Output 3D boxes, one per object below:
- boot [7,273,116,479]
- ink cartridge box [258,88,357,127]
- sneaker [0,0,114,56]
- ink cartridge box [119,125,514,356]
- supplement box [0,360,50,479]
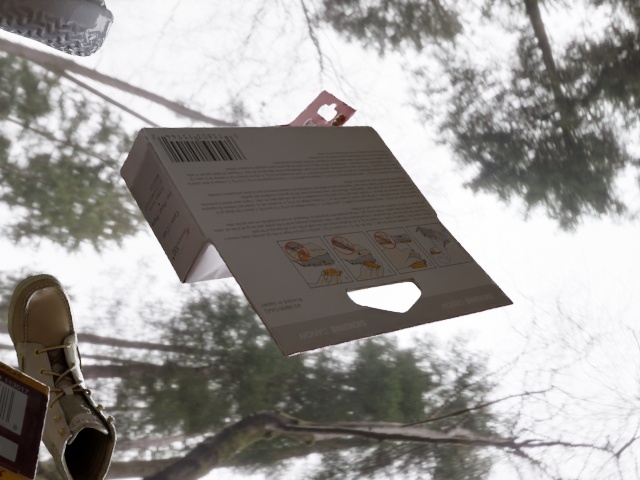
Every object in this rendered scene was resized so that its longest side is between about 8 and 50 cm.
[{"bbox_3d":[-0.284,0.158,1.065,0.165,0.077,0.213,35,-52,51],"label":"boot"},{"bbox_3d":[-0.067,-0.132,1.343,0.224,0.181,0.056,-47,-66,3],"label":"ink cartridge box"},{"bbox_3d":[-0.241,-0.294,0.661,0.366,0.137,0.210,41,-76,22],"label":"sneaker"},{"bbox_3d":[0.000,0.000,0.899,0.261,0.296,0.066,56,-49,27],"label":"ink cartridge box"},{"bbox_3d":[-0.260,0.143,0.564,0.188,0.104,0.080,-43,-152,19],"label":"supplement box"}]
